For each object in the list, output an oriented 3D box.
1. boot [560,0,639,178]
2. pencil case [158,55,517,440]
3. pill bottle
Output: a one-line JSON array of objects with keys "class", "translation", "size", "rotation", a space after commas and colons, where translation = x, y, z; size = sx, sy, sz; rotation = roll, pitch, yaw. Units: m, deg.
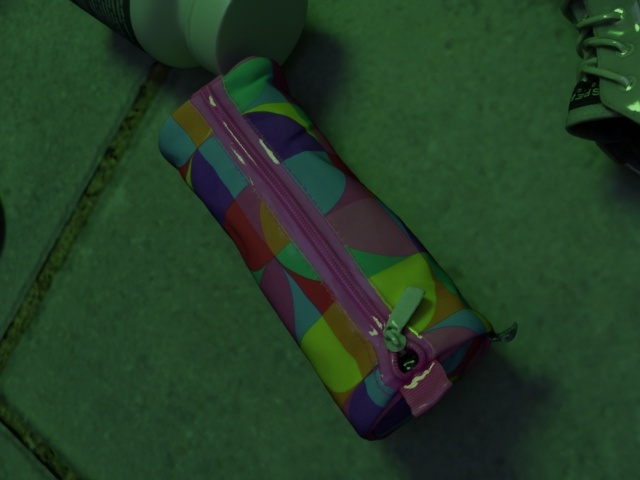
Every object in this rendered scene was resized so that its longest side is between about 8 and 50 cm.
[{"class": "boot", "translation": [0.157, -0.112, 0.371], "size": [0.258, 0.095, 0.123], "rotation": [39, 91, 23]}, {"class": "pencil case", "translation": [0.000, 0.000, 0.423], "size": [0.104, 0.104, 0.236], "rotation": [-44, 67, 12]}, {"class": "pill bottle", "translation": [-0.101, -0.179, 0.490], "size": [0.180, 0.108, 0.108], "rotation": [37, 97, 24]}]
